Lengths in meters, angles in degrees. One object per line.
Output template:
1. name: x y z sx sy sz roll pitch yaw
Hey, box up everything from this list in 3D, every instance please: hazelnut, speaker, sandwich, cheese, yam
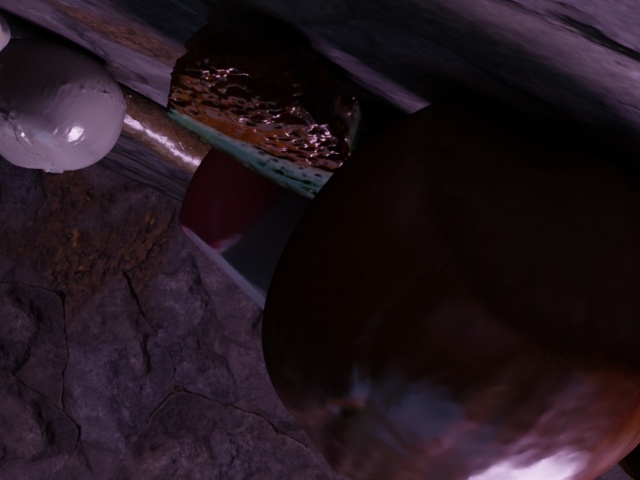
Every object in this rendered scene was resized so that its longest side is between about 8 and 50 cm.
1. hazelnut: 0.131 0.067 1.380 0.372 0.372 0.315 26 -153 -15
2. speaker: 0.000 0.000 1.661 0.294 0.294 0.294 24 176 2
3. sandwich: -0.035 -0.128 1.463 0.185 0.109 0.160 27 156 -6
4. cheese: -0.342 -0.172 2.156 0.189 0.154 0.198 19 160 27
5. yam: -0.251 -0.168 2.335 0.299 0.066 0.066 30 174 -32

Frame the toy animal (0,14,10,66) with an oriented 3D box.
1. toy animal: -0.453 -0.246 1.624 0.247 0.183 0.310 -14 162 21

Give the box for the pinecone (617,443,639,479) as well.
1. pinecone: 0.444 0.190 1.771 0.264 0.264 0.264 24 176 2
